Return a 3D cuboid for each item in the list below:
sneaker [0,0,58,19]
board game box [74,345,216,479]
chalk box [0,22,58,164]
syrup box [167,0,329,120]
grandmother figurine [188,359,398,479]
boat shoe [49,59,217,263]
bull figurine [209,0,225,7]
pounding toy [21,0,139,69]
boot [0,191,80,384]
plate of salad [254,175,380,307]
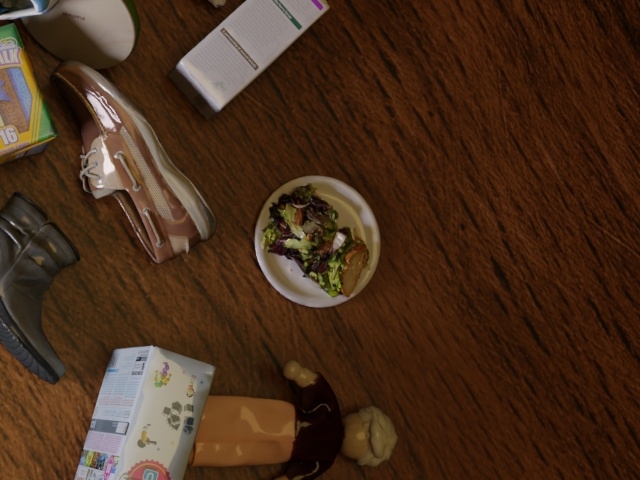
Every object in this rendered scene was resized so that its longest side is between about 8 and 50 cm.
[{"bbox_3d":[-0.458,-0.337,1.875,0.086,0.237,0.085,-60,142,-47],"label":"sneaker"},{"bbox_3d":[-0.254,0.300,1.859,0.097,0.224,0.303,20,78,-18],"label":"board game box"},{"bbox_3d":[-0.464,-0.210,1.893,0.132,0.132,0.213,-21,92,-19],"label":"chalk box"},{"bbox_3d":[-0.105,-0.293,2.044,0.237,0.093,0.096,-44,98,-18],"label":"syrup box"},{"bbox_3d":[-0.046,0.273,2.004,0.342,0.104,0.208,7,109,-21],"label":"grandmother figurine"},{"bbox_3d":[-0.281,-0.108,1.952,0.116,0.123,0.324,-40,95,-16],"label":"boat shoe"},{"bbox_3d":[-0.118,-0.503,2.063,0.188,0.101,0.310,-2,87,-23],"label":"bull figurine"},{"bbox_3d":[-0.346,-0.359,1.951,0.237,0.183,0.110,33,49,-9],"label":"pounding toy"},{"bbox_3d":[-0.391,0.063,1.918,0.161,0.083,0.246,-39,98,-24],"label":"boot"},{"bbox_3d":[0.000,0.000,2.071,0.200,0.048,0.200,2,84,-18],"label":"plate of salad"}]
